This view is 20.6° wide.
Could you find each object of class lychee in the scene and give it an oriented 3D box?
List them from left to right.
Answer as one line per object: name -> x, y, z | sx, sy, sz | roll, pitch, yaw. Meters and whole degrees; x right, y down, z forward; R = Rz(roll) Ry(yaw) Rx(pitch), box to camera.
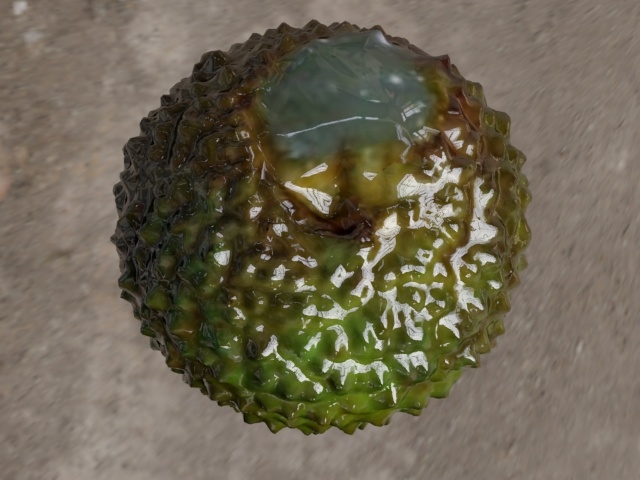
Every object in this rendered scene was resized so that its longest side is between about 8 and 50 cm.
lychee -> 0.000, 0.000, 0.658 | 0.171, 0.171, 0.171 | 2, 101, 13
